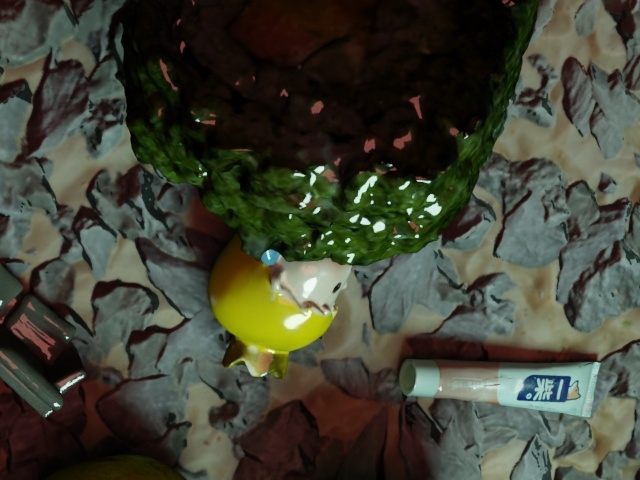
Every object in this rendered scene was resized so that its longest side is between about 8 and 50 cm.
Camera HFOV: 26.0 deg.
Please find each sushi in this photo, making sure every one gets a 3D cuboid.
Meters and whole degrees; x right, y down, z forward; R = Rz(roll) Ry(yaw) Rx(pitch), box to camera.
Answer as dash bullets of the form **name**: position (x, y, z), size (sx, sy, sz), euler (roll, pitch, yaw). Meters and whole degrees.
- **sushi**: position (0.010, -0.165, 1.028), size (0.294, 0.178, 0.352), euler (22, 67, 7)

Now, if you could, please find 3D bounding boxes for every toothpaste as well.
- **toothpaste**: position (0.171, 0.133, 1.290), size (0.205, 0.036, 0.056), euler (7, 102, -24)

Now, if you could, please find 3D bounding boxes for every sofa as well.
- **sofa**: position (-0.249, 0.064, 1.103), size (0.060, 0.085, 0.147), euler (-42, 112, -2)

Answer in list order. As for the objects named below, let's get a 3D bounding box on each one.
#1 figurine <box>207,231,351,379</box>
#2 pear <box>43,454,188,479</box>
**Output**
- **figurine**: position (-0.001, -0.001, 1.158), size (0.185, 0.127, 0.234), euler (-1, 92, -22)
- **pear**: position (-0.167, 0.269, 1.127), size (0.200, 0.200, 0.200), euler (-4, 104, -17)
